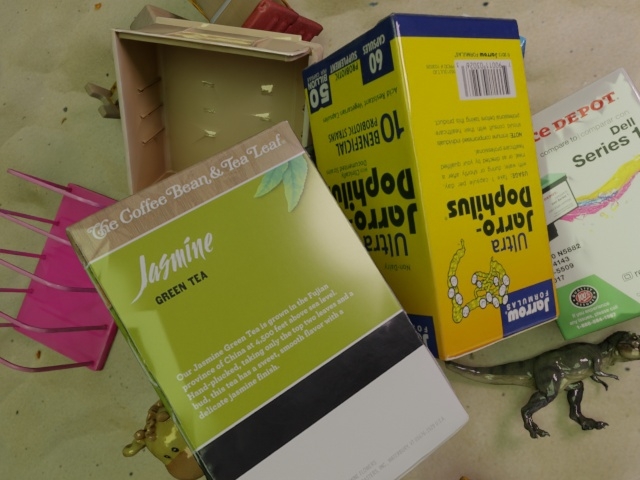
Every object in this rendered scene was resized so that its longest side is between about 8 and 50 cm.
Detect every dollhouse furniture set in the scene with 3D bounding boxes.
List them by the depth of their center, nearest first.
[{"bbox_3d":[-0.208,-0.306,0.922,0.374,0.152,0.201,-41,73,26],"label":"dollhouse furniture set"}]

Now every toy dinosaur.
[{"bbox_3d":[0.312,0.197,0.723,0.268,0.064,0.118,-14,72,17],"label":"toy dinosaur"}]

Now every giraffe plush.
[{"bbox_3d":[-0.181,0.281,0.797,0.210,0.170,0.181,27,91,18],"label":"giraffe plush"}]

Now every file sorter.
[{"bbox_3d":[-0.450,0.051,0.904,0.202,0.182,0.291,20,88,18],"label":"file sorter"}]

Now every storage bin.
[{"bbox_3d":[-0.141,-0.166,0.790,0.260,0.123,0.262,10,122,7],"label":"storage bin"}]

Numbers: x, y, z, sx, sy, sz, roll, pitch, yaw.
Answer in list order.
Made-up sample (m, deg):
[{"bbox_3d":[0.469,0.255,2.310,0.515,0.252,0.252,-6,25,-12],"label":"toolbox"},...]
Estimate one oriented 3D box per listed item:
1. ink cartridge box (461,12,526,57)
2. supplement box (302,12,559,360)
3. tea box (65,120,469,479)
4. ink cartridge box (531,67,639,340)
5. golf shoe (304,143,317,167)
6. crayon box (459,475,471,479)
[{"bbox_3d":[0.214,-0.230,0.808,0.104,0.060,0.180,30,92,18],"label":"ink cartridge box"},{"bbox_3d":[0.129,-0.062,0.663,0.194,0.195,0.357,-5,96,60],"label":"supplement box"},{"bbox_3d":[-0.073,0.105,0.596,0.220,0.329,0.324,-30,86,-19],"label":"tea box"},{"bbox_3d":[0.351,-0.042,0.692,0.201,0.117,0.278,-28,75,25],"label":"ink cartridge box"},{"bbox_3d":[0.000,0.000,0.782,0.120,0.105,0.273,-10,104,26],"label":"golf shoe"},{"bbox_3d":[0.218,0.442,0.656,0.322,0.083,0.203,33,93,-1],"label":"crayon box"}]
